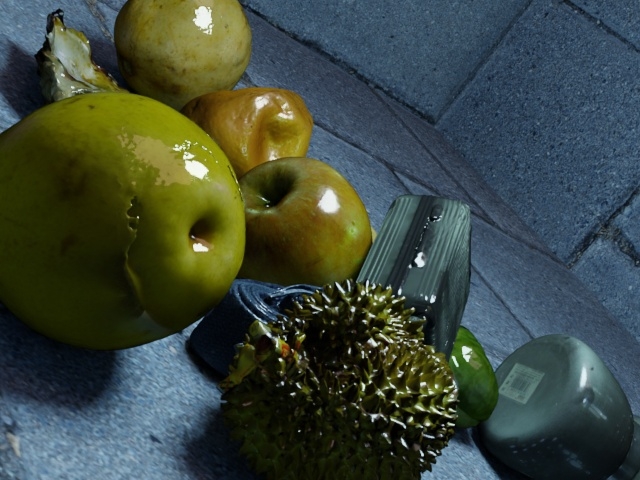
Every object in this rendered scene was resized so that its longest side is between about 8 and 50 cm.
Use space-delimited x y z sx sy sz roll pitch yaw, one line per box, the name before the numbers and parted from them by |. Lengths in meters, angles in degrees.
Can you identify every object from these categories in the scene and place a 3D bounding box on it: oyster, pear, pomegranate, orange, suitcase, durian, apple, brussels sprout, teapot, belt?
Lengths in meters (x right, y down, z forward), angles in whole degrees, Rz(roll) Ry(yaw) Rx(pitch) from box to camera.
oyster | -0.368 -0.234 1.820 0.221 0.096 0.361 38 13 -22
pear | -0.237 -0.018 1.220 0.285 0.284 0.336 29 -20 -29
pomegranate | -0.255 -0.365 2.148 0.260 0.260 0.260 35 15 -11
orange | -0.135 -0.158 1.960 0.249 0.183 0.249 -5 -1 0
suitcase | 0.129 0.083 1.634 0.128 0.202 0.312 8 38 16
durian | 0.019 0.172 1.268 0.258 0.258 0.293 42 19 15
apple | -0.034 0.000 1.671 0.207 0.237 0.237 59 -2 -42
brussels sprout | 0.199 0.198 1.764 0.145 0.131 0.183 33 19 -38
teapot | 0.385 0.318 1.825 0.285 0.305 0.223 39 50 -22
belt | -0.059 0.106 1.448 0.122 0.128 0.218 47 17 27

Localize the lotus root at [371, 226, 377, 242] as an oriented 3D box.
lotus root | -0.001 0.003 1.885 0.303 0.131 0.146 32 39 -19
